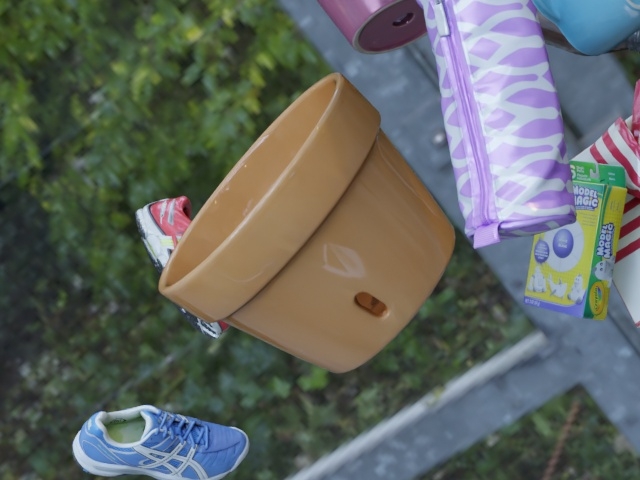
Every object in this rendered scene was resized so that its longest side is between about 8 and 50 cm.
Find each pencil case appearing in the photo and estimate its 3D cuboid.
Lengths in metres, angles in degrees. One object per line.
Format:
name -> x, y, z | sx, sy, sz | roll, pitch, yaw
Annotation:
pencil case -> 0.123, -0.099, 0.997 | 0.086, 0.206, 0.088 | -18, -9, 34

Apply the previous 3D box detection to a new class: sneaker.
sneaker -> -0.195, 0.028, 2.186 | 0.118, 0.107, 0.279 | -24, 55, -11
sneaker -> -0.184, 0.241, 1.668 | 0.081, 0.211, 0.080 | 115, 151, -49

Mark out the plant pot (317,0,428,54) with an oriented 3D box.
plant pot -> 0.061, -0.326, 1.632 | 0.201, 0.180, 0.201 | -21, -18, -7

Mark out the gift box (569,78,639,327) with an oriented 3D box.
gift box -> 0.467, -0.065, 1.686 | 0.258, 0.255, 0.276 | -1, -35, -48

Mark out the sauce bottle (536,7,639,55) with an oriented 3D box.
sauce bottle -> 0.202, -0.228, 1.251 | 0.344, 0.111, 0.111 | 26, 59, 24

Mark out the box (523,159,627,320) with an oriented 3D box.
box -> 0.297, -0.004, 1.633 | 0.105, 0.043, 0.179 | 12, 92, 56

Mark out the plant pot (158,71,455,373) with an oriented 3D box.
plant pot -> 0.000, 0.000, 1.457 | 0.291, 0.203, 0.291 | -47, 14, 15

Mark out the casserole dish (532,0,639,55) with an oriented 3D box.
casserole dish -> 0.168, -0.177, 0.755 | 0.037, 0.114, 0.188 | -13, 21, 48
